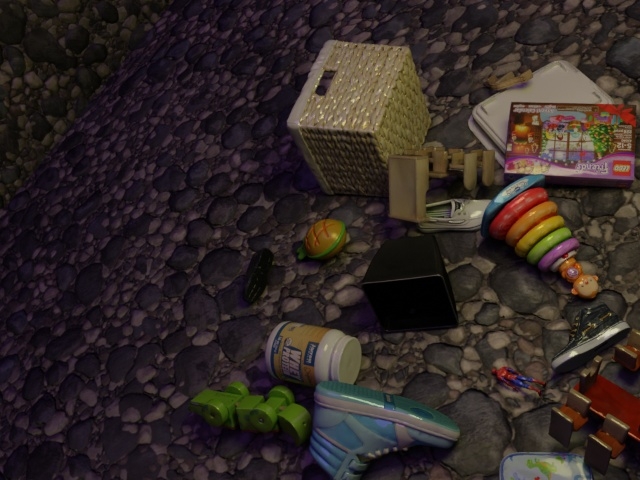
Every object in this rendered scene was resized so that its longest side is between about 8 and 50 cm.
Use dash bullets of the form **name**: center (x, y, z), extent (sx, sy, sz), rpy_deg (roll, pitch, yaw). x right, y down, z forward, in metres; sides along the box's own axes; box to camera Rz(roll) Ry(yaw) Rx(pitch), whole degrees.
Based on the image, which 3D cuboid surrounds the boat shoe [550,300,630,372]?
- **boat shoe**: center (0.548, 0.204, 1.232), extent (0.183, 0.065, 0.083), rpy_deg (-29, 48, -3)

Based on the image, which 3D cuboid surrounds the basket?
- **basket**: center (0.121, -0.335, 1.639), extent (0.266, 0.331, 0.328), rpy_deg (9, 63, 29)

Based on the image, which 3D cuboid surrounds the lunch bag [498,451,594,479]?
- **lunch bag**: center (0.417, 0.503, 1.068), extent (0.176, 0.090, 0.219), rpy_deg (-9, 55, 20)

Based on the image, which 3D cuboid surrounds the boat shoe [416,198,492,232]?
- **boat shoe**: center (0.352, -0.068, 1.503), extent (0.226, 0.076, 0.083), rpy_deg (-13, 54, 18)

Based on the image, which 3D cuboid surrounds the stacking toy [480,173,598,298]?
- **stacking toy**: center (0.520, 0.011, 1.339), extent (0.175, 0.166, 0.302), rpy_deg (-32, 64, -5)

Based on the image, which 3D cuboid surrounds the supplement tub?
- **supplement tub**: center (-0.017, 0.277, 1.403), extent (0.199, 0.144, 0.144), rpy_deg (5, 61, 29)

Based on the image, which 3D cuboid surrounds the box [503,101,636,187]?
- **box**: center (0.613, -0.239, 1.444), extent (0.293, 0.057, 0.201), rpy_deg (5, 74, 17)

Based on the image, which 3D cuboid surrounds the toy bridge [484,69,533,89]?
- **toy bridge**: center (0.520, -0.450, 1.652), extent (0.063, 0.026, 0.188), rpy_deg (-35, 18, -7)

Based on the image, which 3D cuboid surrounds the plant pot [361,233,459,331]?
- **plant pot**: center (0.222, 0.093, 1.401), extent (0.187, 0.188, 0.167), rpy_deg (-8, 42, 22)

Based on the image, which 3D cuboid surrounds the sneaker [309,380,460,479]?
- **sneaker**: center (0.124, 0.440, 1.255), extent (0.319, 0.127, 0.208), rpy_deg (13, 91, 12)

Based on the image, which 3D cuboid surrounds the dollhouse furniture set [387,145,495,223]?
- **dollhouse furniture set**: center (0.295, -0.148, 1.506), extent (0.242, 0.161, 0.212), rpy_deg (-13, 17, -36)

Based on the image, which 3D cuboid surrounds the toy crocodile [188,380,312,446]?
- **toy crocodile**: center (-0.174, 0.419, 1.418), extent (0.340, 0.105, 0.115), rpy_deg (-2, 16, 26)

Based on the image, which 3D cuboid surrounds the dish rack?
- **dish rack**: center (0.594, -0.354, 1.586), extent (0.333, 0.072, 0.285), rpy_deg (-29, 49, 4)

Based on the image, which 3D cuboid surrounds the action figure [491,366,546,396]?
- **action figure**: center (0.419, 0.298, 1.249), extent (0.115, 0.030, 0.038), rpy_deg (18, 62, 40)

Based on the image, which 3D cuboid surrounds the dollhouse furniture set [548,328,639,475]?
- **dollhouse furniture set**: center (0.591, 0.333, 1.068), extent (0.262, 0.135, 0.259), rpy_deg (-33, 44, -23)

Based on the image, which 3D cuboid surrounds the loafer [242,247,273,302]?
- **loafer**: center (-0.187, 0.104, 1.672), extent (0.061, 0.062, 0.170), rpy_deg (-14, 46, 46)

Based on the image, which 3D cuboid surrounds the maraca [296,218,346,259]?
- **maraca**: center (0.000, 0.000, 1.622), extent (0.185, 0.099, 0.127), rpy_deg (-15, 39, 49)
